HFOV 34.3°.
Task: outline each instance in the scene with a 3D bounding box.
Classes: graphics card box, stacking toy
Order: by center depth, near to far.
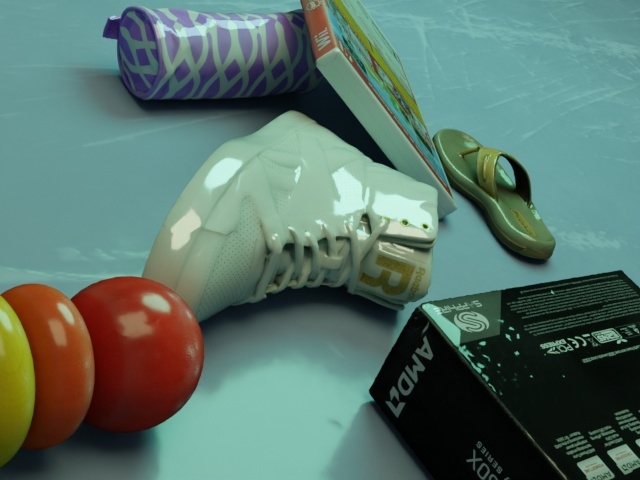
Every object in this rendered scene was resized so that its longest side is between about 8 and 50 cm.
[{"bbox_3d":[-0.201,0.071,0.512,0.330,0.141,0.141,-2,41,-46],"label":"stacking toy"},{"bbox_3d":[0.227,0.179,0.655,0.233,0.094,0.371,-7,46,-39],"label":"graphics card box"}]

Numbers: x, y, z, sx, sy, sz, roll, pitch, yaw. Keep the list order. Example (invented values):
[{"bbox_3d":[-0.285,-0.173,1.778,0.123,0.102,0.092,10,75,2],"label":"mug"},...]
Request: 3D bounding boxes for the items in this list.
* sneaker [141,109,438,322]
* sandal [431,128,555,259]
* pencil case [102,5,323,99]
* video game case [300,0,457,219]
[{"bbox_3d":[0.000,0.000,0.743,0.169,0.108,0.292,27,32,9],"label":"sneaker"},{"bbox_3d":[0.171,-0.054,0.982,0.072,0.049,0.180,1,40,-32],"label":"sandal"},{"bbox_3d":[-0.086,-0.176,0.948,0.206,0.086,0.088,-9,54,-41],"label":"pencil case"},{"bbox_3d":[0.042,-0.171,0.983,0.204,0.025,0.285,48,18,-35],"label":"video game case"}]
